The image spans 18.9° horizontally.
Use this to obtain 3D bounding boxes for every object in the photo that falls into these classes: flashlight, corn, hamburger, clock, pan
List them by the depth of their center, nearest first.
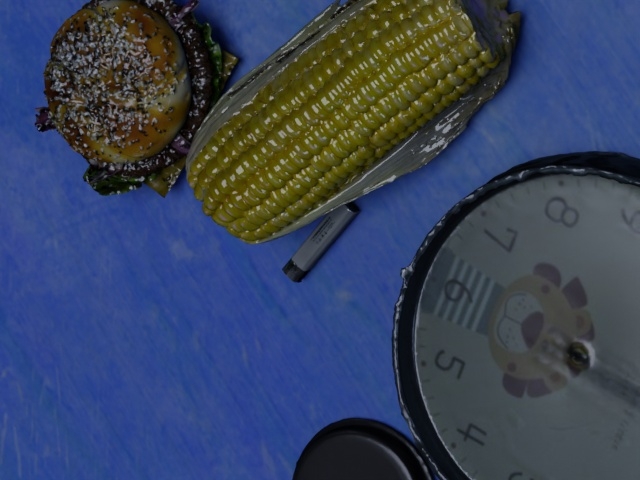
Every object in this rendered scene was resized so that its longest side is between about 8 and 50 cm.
[{"bbox_3d":[0.197,0.088,1.460,0.312,0.061,0.313,4,99,28],"label":"clock"},{"bbox_3d":[0.024,-0.114,1.500,0.305,0.122,0.123,-34,53,25],"label":"corn"},{"bbox_3d":[0.000,0.000,1.576,0.018,0.018,0.083,47,115,15],"label":"flashlight"},{"bbox_3d":[0.049,0.262,1.582,0.136,0.028,0.235,-21,87,29],"label":"pan"},{"bbox_3d":[-0.165,-0.125,1.605,0.164,0.093,0.190,23,109,23],"label":"hamburger"}]
